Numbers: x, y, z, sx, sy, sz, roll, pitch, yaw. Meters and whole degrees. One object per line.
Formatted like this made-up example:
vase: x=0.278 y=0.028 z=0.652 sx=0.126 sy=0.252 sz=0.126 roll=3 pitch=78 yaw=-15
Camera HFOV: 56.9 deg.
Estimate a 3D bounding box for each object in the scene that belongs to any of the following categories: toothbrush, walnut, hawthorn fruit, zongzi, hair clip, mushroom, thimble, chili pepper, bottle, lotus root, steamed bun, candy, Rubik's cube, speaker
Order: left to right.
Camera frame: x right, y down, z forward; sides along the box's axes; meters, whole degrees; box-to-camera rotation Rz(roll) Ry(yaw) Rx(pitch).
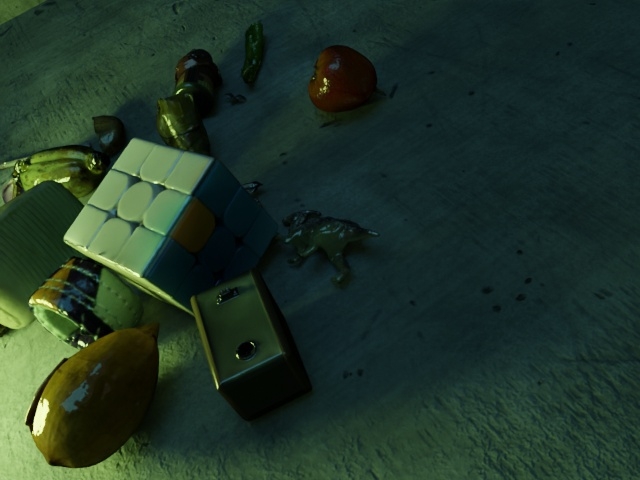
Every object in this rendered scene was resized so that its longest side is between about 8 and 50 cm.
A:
hair clip: x=-0.935 y=-0.115 z=1.828 sx=0.110 sy=0.096 sz=0.358 roll=-52 pitch=34 yaw=20
steamed bun: x=-0.750 y=0.041 z=1.486 sx=0.236 sy=0.247 sz=0.383 roll=-23 pitch=34 yaw=32
toothbrush: x=-0.934 y=-0.287 z=1.994 sx=0.354 sy=0.024 sz=0.029 roll=-11 pitch=43 yaw=11
lotus root: x=-0.763 y=-0.203 z=1.776 sx=0.310 sy=0.173 sz=0.173 roll=-6 pitch=49 yaw=15
thimble: x=-0.531 y=0.158 z=1.345 sx=0.237 sy=0.237 sz=0.150 roll=12 pitch=51 yaw=28
walnut: x=-0.430 y=0.299 z=1.192 sx=0.209 sy=0.209 sz=0.336 roll=16 pitch=55 yaw=30
mushroom: x=-0.694 y=-0.363 z=1.942 sx=0.094 sy=0.072 sz=0.209 roll=-18 pitch=46 yaw=-8
Rubik's cube: x=-0.325 y=-0.019 z=1.332 sx=0.291 sy=0.291 sz=0.290 roll=19 pitch=73 yaw=34
zongzi: x=-0.398 y=-0.276 z=1.765 sx=0.123 sy=0.289 sz=0.260 roll=-22 pitch=6 yaw=-18
bottle: x=-0.398 y=-0.529 z=1.937 sx=0.143 sy=0.156 sz=0.271 roll=-37 pitch=38 yaw=33
speaker: x=-0.136 y=0.207 z=1.171 sx=0.153 sy=0.192 sz=0.230 roll=-25 pitch=48 yaw=-4
chili pepper: x=-0.231 y=-0.630 z=2.004 sx=0.085 sy=0.076 sz=0.359 roll=-34 pitch=37 yaw=27
candy: x=-0.169 y=-0.073 z=1.523 sx=0.094 sy=0.051 sz=0.226 roll=-18 pitch=48 yaw=-10
hawthorn fruit: x=0.082 y=-0.448 z=1.682 sx=0.226 sy=0.196 sz=0.196 roll=12 pitch=50 yaw=-10

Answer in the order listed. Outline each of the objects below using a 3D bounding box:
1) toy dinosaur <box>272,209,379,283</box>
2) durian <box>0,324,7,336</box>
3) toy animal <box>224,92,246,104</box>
toy dinosaur: x=-0.003 y=-0.006 z=1.383 sx=0.294 sy=0.077 sz=0.162 roll=23 pitch=60 yaw=34
durian: x=-0.833 y=0.210 z=1.489 sx=0.080 sy=0.091 sz=0.080 roll=-14 pitch=20 yaw=5
toy animal: x=-0.283 y=-0.454 z=1.901 sx=0.084 sy=0.028 sz=0.050 roll=15 pitch=56 yaw=27
